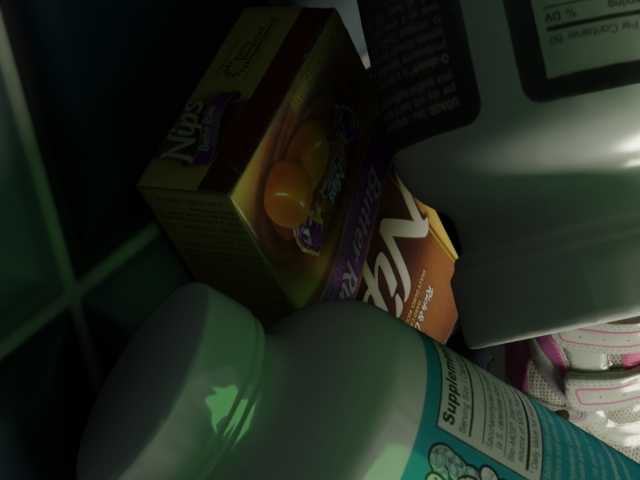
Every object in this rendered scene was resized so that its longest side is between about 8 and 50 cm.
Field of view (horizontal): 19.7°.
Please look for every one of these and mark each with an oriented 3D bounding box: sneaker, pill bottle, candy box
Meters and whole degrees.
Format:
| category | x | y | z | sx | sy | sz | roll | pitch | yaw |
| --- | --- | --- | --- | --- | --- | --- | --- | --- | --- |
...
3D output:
| category | x | y | z | sx | sy | sz | roll | pitch | yaw |
| --- | --- | --- | --- | --- | --- | --- | --- | --- | --- |
| sneaker | 0.140 | 0.036 | 0.937 | 0.103 | 0.111 | 0.252 | -24 | 106 | -15 |
| pill bottle | 0.097 | -0.102 | 0.783 | 0.162 | 0.162 | 0.278 | -6 | 83 | -57 |
| candy box | 0.000 | 0.000 | 0.817 | 0.109 | 0.053 | 0.186 | -63 | 143 | -31 |
| pill bottle | 0.037 | 0.119 | 0.740 | 0.264 | 0.146 | 0.146 | 31 | 65 | -19 |

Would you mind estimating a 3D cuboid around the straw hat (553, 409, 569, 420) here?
| category | x | y | z | sx | sy | sz | roll | pitch | yaw |
| --- | --- | --- | --- | --- | --- | --- | --- | --- | --- |
| straw hat | 0.050 | 0.117 | 0.900 | 0.061 | 0.144 | 0.144 | 43 | 48 | -2 |
